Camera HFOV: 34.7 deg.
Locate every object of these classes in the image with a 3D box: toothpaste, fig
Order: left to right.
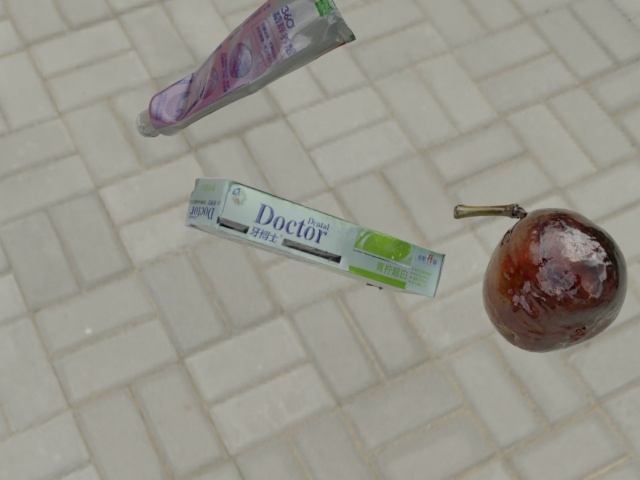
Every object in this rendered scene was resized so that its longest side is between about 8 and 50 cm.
[{"bbox_3d":[-0.090,-0.172,1.033,0.048,0.301,0.075,-3,75,-47],"label":"toothpaste"},{"bbox_3d":[0.000,0.000,1.253,0.336,0.081,0.067,18,82,-34],"label":"toothpaste"},{"bbox_3d":[0.313,0.023,1.412,0.186,0.204,0.250,6,53,-20],"label":"fig"}]
